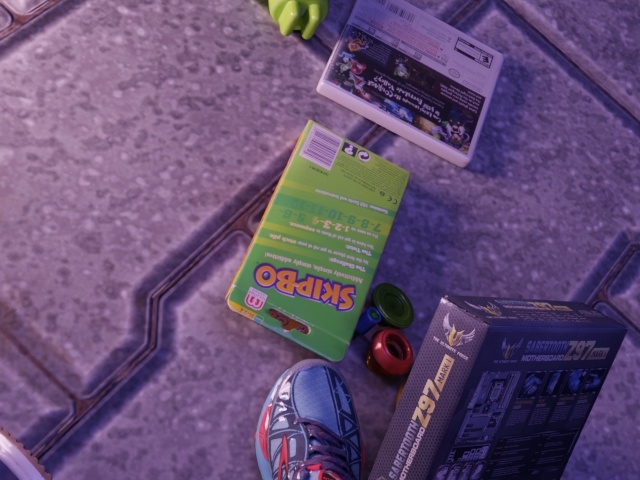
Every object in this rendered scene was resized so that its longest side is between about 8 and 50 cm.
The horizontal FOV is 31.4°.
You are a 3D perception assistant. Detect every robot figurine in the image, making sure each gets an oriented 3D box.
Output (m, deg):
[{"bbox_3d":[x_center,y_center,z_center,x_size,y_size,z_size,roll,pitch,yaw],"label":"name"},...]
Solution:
[{"bbox_3d":[-0.026,-0.282,1.266,0.101,0.067,0.115,5,62,-17],"label":"robot figurine"}]

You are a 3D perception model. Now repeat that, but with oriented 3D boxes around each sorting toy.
[{"bbox_3d":[0.058,0.091,1.124,0.061,0.042,0.102,26,43,-26],"label":"sorting toy"}]

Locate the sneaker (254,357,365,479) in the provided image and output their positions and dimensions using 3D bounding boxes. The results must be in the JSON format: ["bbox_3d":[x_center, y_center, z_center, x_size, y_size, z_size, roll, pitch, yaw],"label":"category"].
[{"bbox_3d":[0.007,0.216,0.979,0.104,0.125,0.262,10,61,-18],"label":"sneaker"}]

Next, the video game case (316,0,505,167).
[{"bbox_3d":[0.107,-0.191,1.300,0.190,0.022,0.173,27,56,-8],"label":"video game case"}]

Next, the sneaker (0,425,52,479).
[{"bbox_3d":[-0.317,0.190,0.872,0.282,0.099,0.153,42,51,14],"label":"sneaker"}]

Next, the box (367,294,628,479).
[{"bbox_3d":[0.161,0.144,1.008,0.232,0.183,0.059,4,22,-47],"label":"box"}]

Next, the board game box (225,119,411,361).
[{"bbox_3d":[0.000,0.000,1.134,0.124,0.039,0.259,27,49,-6],"label":"board game box"}]

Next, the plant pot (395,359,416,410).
[{"bbox_3d":[0.120,0.147,1.093,0.081,0.081,0.083,42,62,3],"label":"plant pot"}]
